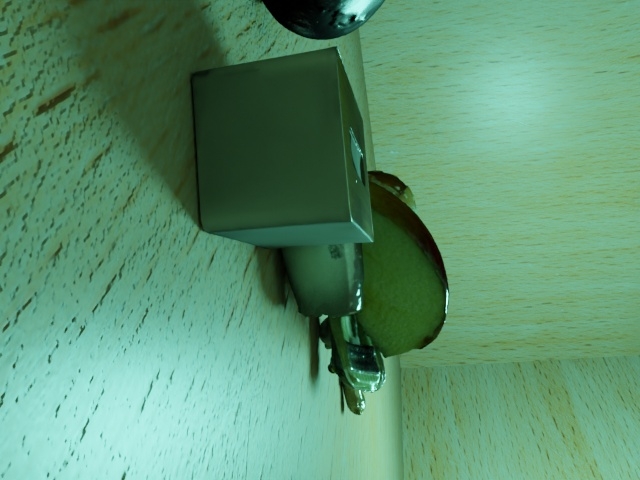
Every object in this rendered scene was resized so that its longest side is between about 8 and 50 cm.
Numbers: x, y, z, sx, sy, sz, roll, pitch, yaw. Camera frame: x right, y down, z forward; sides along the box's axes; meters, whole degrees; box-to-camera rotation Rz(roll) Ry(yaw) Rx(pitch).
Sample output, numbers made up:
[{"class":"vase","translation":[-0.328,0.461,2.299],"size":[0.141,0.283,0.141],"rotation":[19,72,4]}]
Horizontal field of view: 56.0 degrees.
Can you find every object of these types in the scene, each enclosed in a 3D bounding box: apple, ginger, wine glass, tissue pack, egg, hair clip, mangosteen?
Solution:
[{"class":"apple","translation":[0.098,0.036,0.986],"size":[0.346,0.179,0.254],"rotation":[58,3,-22]},{"class":"ginger","translation":[0.081,0.261,1.339],"size":[0.149,0.065,0.258],"rotation":[71,14,-64]},{"class":"wine glass","translation":[0.000,0.000,0.820],"size":[0.111,0.111,0.204],"rotation":[-37,119,-79]},{"class":"tissue pack","translation":[-0.026,-0.078,0.639],"size":[0.246,0.136,0.159],"rotation":[23,61,-80]},{"class":"egg","translation":[0.130,-0.060,1.424],"size":[0.233,0.195,0.194],"rotation":[-66,152,-46]},{"class":"hair clip","translation":[0.045,0.112,1.094],"size":[0.138,0.091,0.321],"rotation":[24,60,-49]},{"class":"mangosteen","translation":[-0.009,-0.403,0.821],"size":[0.250,0.211,0.211],"rotation":[55,3,13]}]
